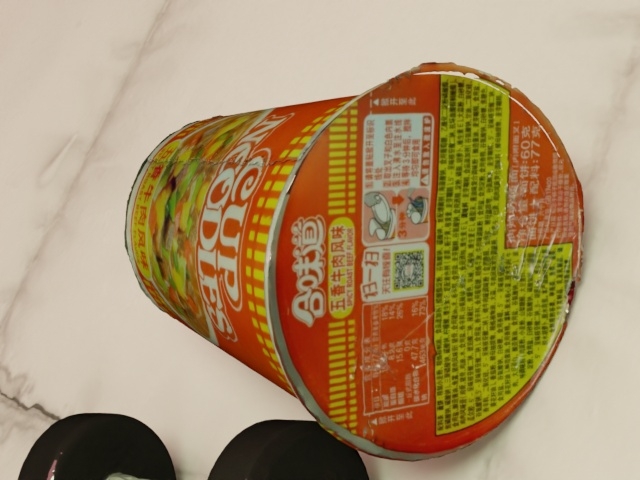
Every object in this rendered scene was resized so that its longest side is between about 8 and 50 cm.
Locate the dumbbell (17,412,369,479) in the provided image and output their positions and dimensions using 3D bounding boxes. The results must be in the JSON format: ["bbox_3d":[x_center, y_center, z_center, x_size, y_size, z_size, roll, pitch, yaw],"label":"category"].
[{"bbox_3d":[-0.072,0.144,0.692,0.191,0.100,0.100,-5,57,43],"label":"dumbbell"}]

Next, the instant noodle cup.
[{"bbox_3d":[0.000,0.000,0.689,0.212,0.193,0.193,11,69,56],"label":"instant noodle cup"}]
